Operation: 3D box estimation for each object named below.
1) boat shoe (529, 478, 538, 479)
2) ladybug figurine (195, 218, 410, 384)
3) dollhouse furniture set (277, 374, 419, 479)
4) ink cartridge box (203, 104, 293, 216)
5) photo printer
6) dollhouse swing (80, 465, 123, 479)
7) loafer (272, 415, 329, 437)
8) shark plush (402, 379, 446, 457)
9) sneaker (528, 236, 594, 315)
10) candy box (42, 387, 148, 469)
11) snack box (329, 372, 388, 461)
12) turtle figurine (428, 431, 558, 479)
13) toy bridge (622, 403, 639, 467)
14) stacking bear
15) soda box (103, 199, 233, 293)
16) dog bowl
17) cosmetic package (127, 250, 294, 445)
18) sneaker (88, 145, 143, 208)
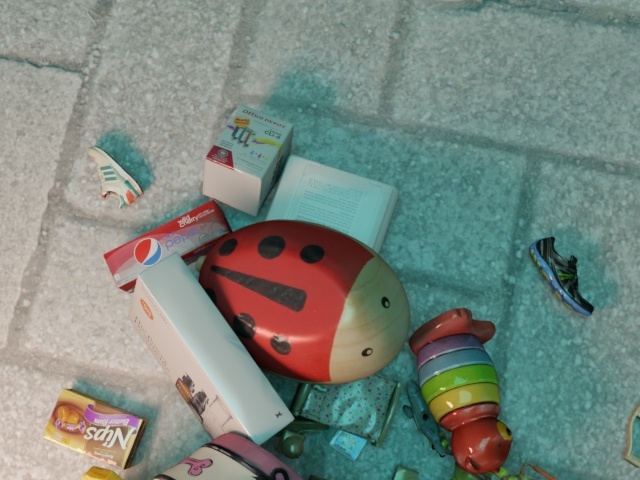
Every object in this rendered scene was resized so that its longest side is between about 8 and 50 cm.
[{"bbox_3d":[0.371,0.643,1.581,0.158,0.127,0.341,50,64,-26],"label":"boat shoe"},{"bbox_3d":[-0.055,0.108,1.547,0.449,0.162,0.305,14,85,21],"label":"ladybug figurine"},{"bbox_3d":[0.101,0.358,1.579,0.303,0.174,0.356,21,81,-7],"label":"dollhouse furniture set"},{"bbox_3d":[-0.151,-0.170,1.721,0.128,0.127,0.176,22,53,6],"label":"ink cartridge box"},{"bbox_3d":[0.000,0.000,1.718,0.255,0.107,0.308,17,81,8],"label":"photo printer"},{"bbox_3d":[-0.374,0.640,1.446,0.304,0.347,0.315,31,43,-7],"label":"dollhouse swing"},{"bbox_3d":[-0.050,0.376,1.678,0.147,0.056,0.050,2,116,-4],"label":"loafer"},{"bbox_3d":[0.204,0.361,1.634,0.073,0.067,0.161,-12,52,6],"label":"shark plush"},{"bbox_3d":[0.510,0.073,1.697,0.078,0.067,0.188,-32,76,3],"label":"sneaker"},{"bbox_3d":[-0.465,0.390,1.695,0.186,0.053,0.109,20,80,8],"label":"candy box"},{"bbox_3d":[0.091,0.362,1.686,0.064,0.022,0.178,32,82,8],"label":"snack box"},{"bbox_3d":[0.307,0.468,1.596,0.269,0.087,0.217,27,77,21],"label":"turtle figurine"},{"bbox_3d":[0.663,0.362,1.653,0.063,0.026,0.188,33,82,10],"label":"toy bridge"},{"bbox_3d":[0.282,0.304,1.578,0.164,0.175,0.289,-30,56,25],"label":"stacking bear"},{"bbox_3d":[-0.318,0.014,1.741,0.263,0.092,0.084,-27,77,-2],"label":"soda box"},{"bbox_3d":[-0.102,0.512,1.457,0.408,0.408,0.150,40,63,10],"label":"dog bowl"},{"bbox_3d":[-0.224,0.237,1.579,0.097,0.284,0.377,-32,81,-27],"label":"cosmetic package"},{"bbox_3d":[-0.467,-0.137,1.796,0.161,0.057,0.075,43,78,7],"label":"sneaker"}]
